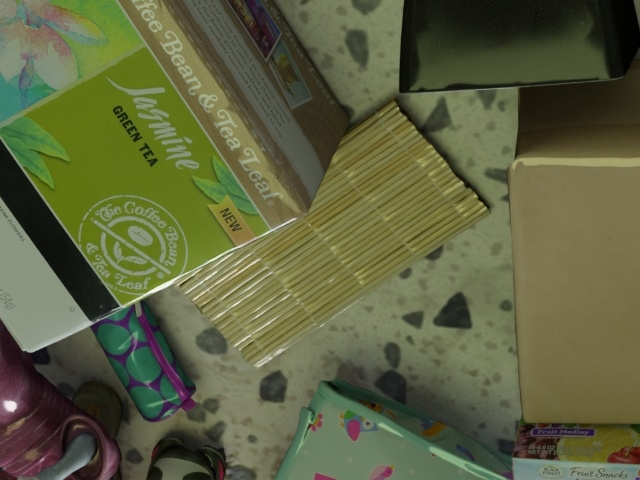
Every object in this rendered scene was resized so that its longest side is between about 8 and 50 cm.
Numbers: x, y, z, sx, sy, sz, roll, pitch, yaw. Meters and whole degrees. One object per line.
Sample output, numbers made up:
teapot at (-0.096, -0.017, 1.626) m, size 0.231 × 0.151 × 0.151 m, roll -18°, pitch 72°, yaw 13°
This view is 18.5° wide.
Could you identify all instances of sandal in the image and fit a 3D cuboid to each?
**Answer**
sandal at (-0.246, 0.233, 2.072) m, size 0.072 × 0.049 × 0.180 m, roll 12°, pitch 119°, yaw 7°

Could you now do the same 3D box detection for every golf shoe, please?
golf shoe at (-0.156, 0.341, 2.068) m, size 0.105 × 0.120 × 0.273 m, roll 4°, pitch 119°, yaw 10°

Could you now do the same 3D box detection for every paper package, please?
paper package at (0.333, 0.003, 1.720) m, size 0.324 × 0.168 × 0.310 m, roll 0°, pitch 124°, yaw 9°

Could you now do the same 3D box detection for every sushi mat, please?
sushi mat at (0.000, 0.000, 1.903) m, size 0.316 × 0.019 × 0.151 m, roll -35°, pitch 112°, yaw 26°

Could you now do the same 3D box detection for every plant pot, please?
plant pot at (0.165, -0.227, 1.669) m, size 0.188 × 0.187 × 0.167 m, roll -4°, pitch 104°, yaw 15°

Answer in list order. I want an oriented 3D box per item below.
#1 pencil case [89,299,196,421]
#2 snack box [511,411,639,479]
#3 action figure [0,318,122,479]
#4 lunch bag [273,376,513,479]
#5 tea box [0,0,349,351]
pencil case at (-0.183, 0.107, 1.982) m, size 0.070 × 0.064 × 0.152 m, roll -6°, pitch 119°, yaw 44°
snack box at (0.275, 0.174, 1.824) m, size 0.174 × 0.207 × 0.070 m, roll 1°, pitch 117°, yaw 12°
action figure at (-0.311, 0.175, 1.983) m, size 0.248 × 0.276 × 0.370 m, roll -20°, pitch 123°, yaw 41°
lunch bag at (0.071, 0.280, 1.928) m, size 0.262 × 0.160 × 0.223 m, roll 24°, pitch 97°, yaw -5°
tea box at (-0.203, -0.133, 1.773) m, size 0.323 × 0.220 × 0.329 m, roll -27°, pitch 108°, yaw 23°
